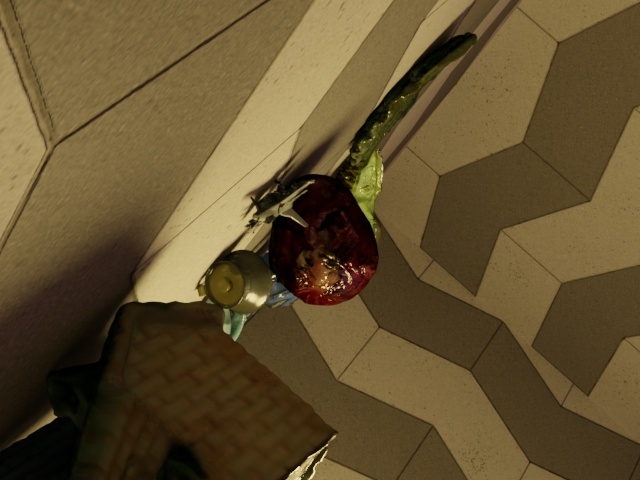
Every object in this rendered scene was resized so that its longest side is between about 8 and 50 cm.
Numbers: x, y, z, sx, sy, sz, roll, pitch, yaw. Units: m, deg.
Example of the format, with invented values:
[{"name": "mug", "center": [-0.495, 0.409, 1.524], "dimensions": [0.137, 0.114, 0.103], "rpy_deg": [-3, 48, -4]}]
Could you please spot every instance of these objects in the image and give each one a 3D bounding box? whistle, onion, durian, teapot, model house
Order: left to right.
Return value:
[{"name": "model house", "center": [-0.272, 0.328, 1.212], "dimensions": [0.395, 0.400, 0.445], "rpy_deg": [-25, 152, -50]}, {"name": "whistle", "center": [-0.255, 0.241, 2.004], "dimensions": [0.186, 0.093, 0.274], "rpy_deg": [-16, 119, -64]}, {"name": "teapot", "center": [-0.179, 0.088, 1.726], "dimensions": [0.165, 0.130, 0.119], "rpy_deg": [-15, 176, 26]}, {"name": "onion", "center": [0.005, -0.004, 1.755], "dimensions": [0.221, 0.281, 0.281], "rpy_deg": [-7, -172, 14]}, {"name": "durian", "center": [0.097, -0.078, 2.342], "dimensions": [0.163, 0.198, 0.395], "rpy_deg": [-147, -115, -63]}]

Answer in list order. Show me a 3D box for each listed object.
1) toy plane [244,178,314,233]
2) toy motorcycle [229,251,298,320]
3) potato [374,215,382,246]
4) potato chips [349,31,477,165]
[{"name": "toy plane", "center": [-0.086, -0.062, 1.530], "dimensions": [0.160, 0.082, 0.234], "rpy_deg": [-39, 165, 16]}, {"name": "toy motorcycle", "center": [-0.131, 0.108, 2.135], "dimensions": [0.212, 0.125, 0.358], "rpy_deg": [-23, 168, -22]}, {"name": "potato", "center": [0.025, 0.027, 2.545], "dimensions": [0.326, 0.221, 0.243], "rpy_deg": [-48, 144, -7]}, {"name": "potato chips", "center": [0.226, -0.360, 2.144], "dimensions": [0.429, 0.070, 0.358], "rpy_deg": [-47, 179, -19]}]
